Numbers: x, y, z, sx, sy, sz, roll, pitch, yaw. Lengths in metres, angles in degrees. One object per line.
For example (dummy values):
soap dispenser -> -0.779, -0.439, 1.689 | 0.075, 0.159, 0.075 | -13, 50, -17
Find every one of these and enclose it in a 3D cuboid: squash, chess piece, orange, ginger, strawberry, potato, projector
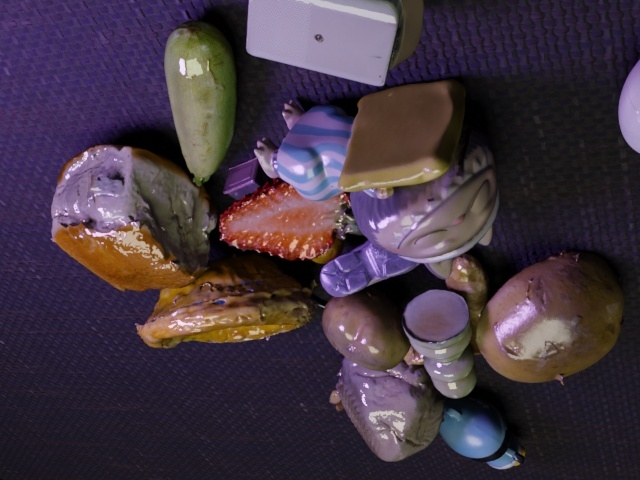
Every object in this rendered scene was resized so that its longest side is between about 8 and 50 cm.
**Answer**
squash -> -0.197, -0.221, 1.597 | 0.118, 0.118, 0.371 | 11, 145, 6
chess piece -> 0.247, 0.221, 1.849 | 0.133, 0.133, 0.243 | -1, 137, 20
orange -> 0.000, 0.000, 1.835 | 0.095, 0.085, 0.085 | 34, 142, 0
ginger -> 0.367, 0.184, 1.938 | 0.362, 0.122, 0.348 | 17, 146, -12
ginger -> 0.047, 0.408, 2.393 | 0.048, 0.030, 0.097 | 16, 142, -4
strawberry -> -0.046, -0.059, 1.727 | 0.286, 0.106, 0.188 | -3, 126, -7
potato -> 0.442, 0.166, 1.748 | 0.299, 0.116, 0.239 | -35, 107, 12
potato -> 0.100, 0.168, 1.914 | 0.191, 0.141, 0.296 | 29, -175, 4
projector -> 0.029, -0.337, 1.313 | 0.242, 0.177, 0.163 | 14, 145, 4

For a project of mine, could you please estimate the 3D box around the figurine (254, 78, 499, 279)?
figurine -> 0.128, -0.049, 1.575 | 0.361, 0.266, 0.378 | 7, 136, 34

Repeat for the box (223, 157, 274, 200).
box -> -0.131, -0.108, 1.768 | 0.084, 0.060, 0.063 | -18, 140, 36

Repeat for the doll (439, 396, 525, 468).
doll -> 0.387, 0.461, 2.256 | 0.177, 0.141, 0.314 | 23, 170, 45

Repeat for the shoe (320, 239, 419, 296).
shoe -> 0.121, 0.028, 1.819 | 0.245, 0.137, 0.095 | -29, 90, 13

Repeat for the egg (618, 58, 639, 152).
egg -> 0.507, -0.200, 1.340 | 0.151, 0.151, 0.209 | 16, 145, 0

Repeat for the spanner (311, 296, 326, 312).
spanner -> 0.052, 0.170, 2.094 | 0.315, 0.024, 0.087 | 21, 145, -10

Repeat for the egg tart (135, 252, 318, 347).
egg tart -> -0.196, 0.130, 1.940 | 0.387, 0.169, 0.388 | -11, 170, -2

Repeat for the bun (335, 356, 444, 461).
bun -> 0.166, 0.352, 2.113 | 0.204, 0.281, 0.282 | -27, 140, -9

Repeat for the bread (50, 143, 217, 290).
bread -> -0.355, -0.049, 1.779 | 0.250, 0.225, 0.279 | -11, 145, 40
